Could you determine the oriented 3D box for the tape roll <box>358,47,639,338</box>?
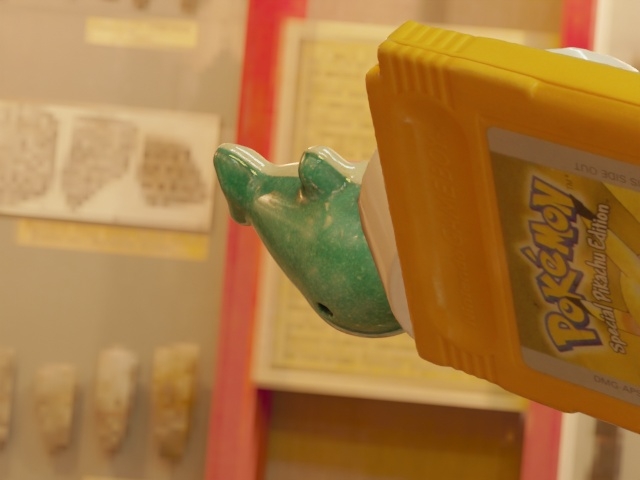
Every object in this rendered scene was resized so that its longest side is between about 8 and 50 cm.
[{"bbox_3d":[0.178,-0.023,1.656,0.286,0.286,0.100,5,43,-26],"label":"tape roll"}]

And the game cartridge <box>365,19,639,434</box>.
[{"bbox_3d":[0.183,0.012,1.263,0.323,0.285,0.053,16,47,32],"label":"game cartridge"}]

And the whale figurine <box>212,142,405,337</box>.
[{"bbox_3d":[0.000,0.000,1.900,0.272,0.141,0.216,23,-29,25],"label":"whale figurine"}]
